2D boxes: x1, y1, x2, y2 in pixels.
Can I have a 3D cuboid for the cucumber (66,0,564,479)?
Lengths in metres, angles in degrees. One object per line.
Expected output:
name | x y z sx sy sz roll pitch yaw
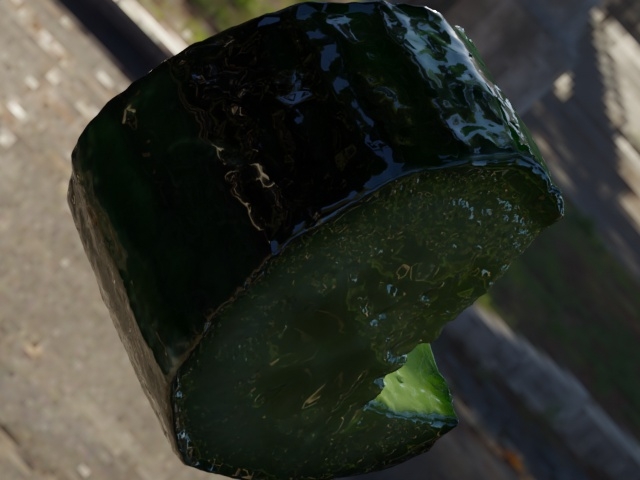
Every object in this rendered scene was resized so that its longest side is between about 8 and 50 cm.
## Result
cucumber | -0.006 -0.003 0.797 0.191 0.191 0.130 30 24 -52
